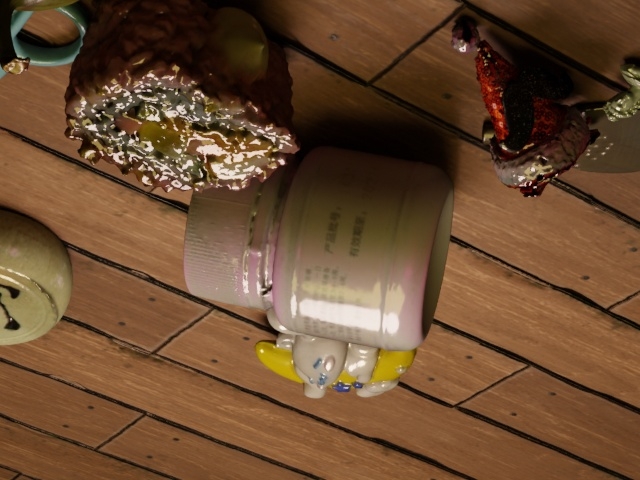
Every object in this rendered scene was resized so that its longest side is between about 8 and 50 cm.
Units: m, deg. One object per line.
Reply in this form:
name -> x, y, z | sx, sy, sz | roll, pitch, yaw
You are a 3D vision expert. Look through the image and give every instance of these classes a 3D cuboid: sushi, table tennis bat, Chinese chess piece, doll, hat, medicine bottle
sushi -> -0.148, -0.179, 1.847 | 0.270, 0.170, 0.236 | 26, 142, -30
table tennis bat -> 0.316, -0.126, 1.983 | 0.234, 0.022, 0.131 | 3, 146, 2
Chinese chess piece -> -0.480, 0.053, 2.311 | 0.250, 0.101, 0.250 | 4, 146, 2
doll -> 0.018, 0.165, 2.386 | 0.237, 0.111, 0.252 | 12, 155, -7
hat -> 0.227, -0.167, 1.868 | 0.227, 0.140, 0.129 | 55, 170, -22
medicine bottle -> 0.000, 0.000, 2.023 | 0.302, 0.241, 0.241 | 11, 147, 10

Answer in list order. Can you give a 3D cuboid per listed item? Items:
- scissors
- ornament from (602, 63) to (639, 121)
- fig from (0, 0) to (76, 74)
scissors -> -0.445, -0.195, 1.995 | 0.193, 0.029, 0.447 | 24, 143, -25
ornament -> 0.373, -0.179, 1.875 | 0.068, 0.041, 0.092 | 8, 137, -13
fig -> -0.310, -0.262, 1.669 | 0.151, 0.259, 0.151 | 12, 146, 8
